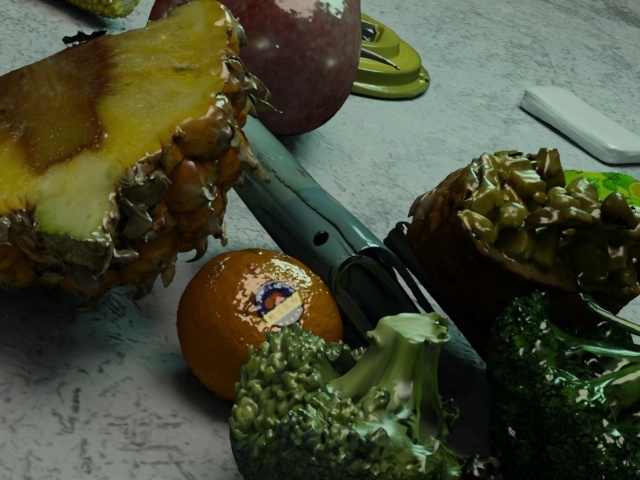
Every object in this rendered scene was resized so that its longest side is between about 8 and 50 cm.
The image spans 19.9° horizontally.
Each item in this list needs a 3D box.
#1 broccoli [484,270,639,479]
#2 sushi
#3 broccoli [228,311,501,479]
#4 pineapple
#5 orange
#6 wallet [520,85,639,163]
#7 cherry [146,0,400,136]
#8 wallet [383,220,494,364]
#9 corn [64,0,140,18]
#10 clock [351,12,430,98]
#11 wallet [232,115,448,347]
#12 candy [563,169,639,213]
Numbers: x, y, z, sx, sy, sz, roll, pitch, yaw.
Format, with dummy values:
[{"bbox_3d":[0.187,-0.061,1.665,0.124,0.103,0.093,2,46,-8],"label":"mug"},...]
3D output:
[{"bbox_3d":[0.266,0.125,1.374,0.297,0.297,0.297,36,10,-7],"label":"broccoli"},{"bbox_3d":[0.187,-0.001,1.503,0.296,0.179,0.167,27,25,-46],"label":"sushi"},{"bbox_3d":[0.038,0.138,1.317,0.198,0.176,0.226,38,44,28],"label":"broccoli"},{"bbox_3d":[-0.175,-0.005,1.474,0.344,0.209,0.286,-22,40,0],"label":"pineapple"},{"bbox_3d":[-0.050,0.071,1.466,0.135,0.117,0.135,6,68,-14],"label":"orange"},{"bbox_3d":[0.341,-0.151,2.366,0.095,0.033,0.190,-3,32,-44],"label":"wallet"},{"bbox_3d":[-0.050,-0.225,2.011,0.285,0.213,0.236,10,14,3],"label":"cherry"},{"bbox_3d":[0.152,0.075,1.611,0.250,0.044,0.149,50,17,29],"label":"wallet"},{"bbox_3d":[-0.326,-0.346,2.224,0.260,0.091,0.091,32,-14,28],"label":"corn"},{"bbox_3d":[0.035,-0.252,2.331,0.237,0.057,0.237,15,24,-7],"label":"clock"},{"bbox_3d":[0.000,0.000,1.621,0.250,0.075,0.176,47,-2,45],"label":"wallet"},{"bbox_3d":[0.341,-0.029,2.050,0.246,0.069,0.149,14,26,-8],"label":"candy"}]
